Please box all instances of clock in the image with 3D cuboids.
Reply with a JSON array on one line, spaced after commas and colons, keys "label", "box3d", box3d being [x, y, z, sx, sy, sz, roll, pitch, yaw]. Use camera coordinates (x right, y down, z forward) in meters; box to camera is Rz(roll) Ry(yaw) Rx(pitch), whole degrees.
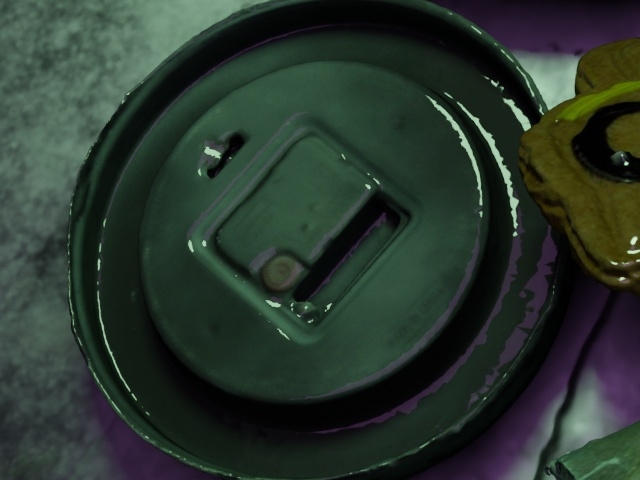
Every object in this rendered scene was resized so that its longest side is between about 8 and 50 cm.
[{"label": "clock", "box3d": [0.000, 0.000, 1.047, 0.325, 0.067, 0.325, -6, 68, 16]}]

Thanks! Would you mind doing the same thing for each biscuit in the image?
[{"label": "biscuit", "box3d": [0.216, -0.042, 0.921, 0.208, 0.041, 0.290, -6, 34, -3]}]

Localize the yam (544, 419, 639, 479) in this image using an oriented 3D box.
[{"label": "yam", "box3d": [0.288, 0.152, 0.808, 0.348, 0.241, 0.241, -23, 64, 6]}]
